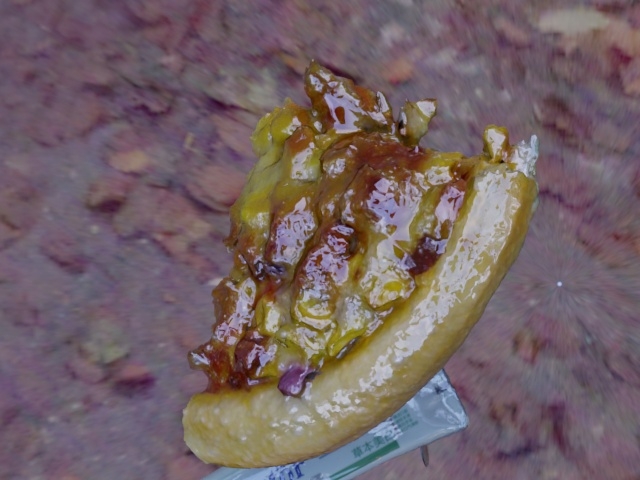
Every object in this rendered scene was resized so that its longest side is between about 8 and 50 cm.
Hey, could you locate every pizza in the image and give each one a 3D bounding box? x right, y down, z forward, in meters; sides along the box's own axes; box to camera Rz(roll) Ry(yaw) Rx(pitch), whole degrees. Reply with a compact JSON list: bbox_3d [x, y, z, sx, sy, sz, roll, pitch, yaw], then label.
[{"bbox_3d":[0.000,0.000,0.955,0.289,0.081,0.229,-42,48,32],"label":"pizza"}]

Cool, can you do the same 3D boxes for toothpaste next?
[{"bbox_3d":[-0.011,0.143,1.053,0.218,0.041,0.064,-28,95,1],"label":"toothpaste"}]

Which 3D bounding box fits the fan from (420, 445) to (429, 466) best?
[{"bbox_3d":[0.075,0.138,1.164,0.003,0.080,0.060,-8,53,10],"label":"fan"}]
